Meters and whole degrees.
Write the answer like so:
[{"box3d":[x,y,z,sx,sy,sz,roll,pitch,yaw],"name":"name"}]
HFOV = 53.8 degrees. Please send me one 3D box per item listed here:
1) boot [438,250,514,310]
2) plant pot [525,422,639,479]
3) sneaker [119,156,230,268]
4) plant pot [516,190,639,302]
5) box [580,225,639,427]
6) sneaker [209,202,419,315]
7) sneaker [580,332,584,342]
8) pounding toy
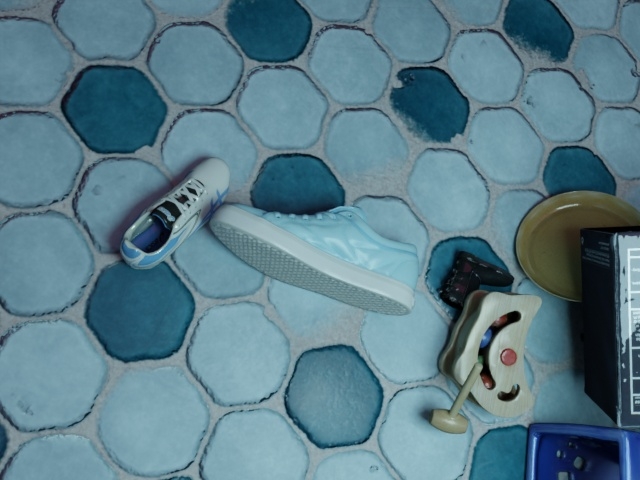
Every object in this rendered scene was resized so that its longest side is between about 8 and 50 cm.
[{"box3d":[0.281,0.085,1.142,0.121,0.045,0.099,26,72,-4],"name":"boot"},{"box3d":[0.485,0.428,1.012,0.212,0.236,0.235,14,72,-17],"name":"plant pot"},{"box3d":[-0.228,-0.049,1.025,0.085,0.086,0.237,39,69,0],"name":"sneaker"},{"box3d":[0.485,0.013,1.164,0.236,0.032,0.236,-9,57,14],"name":"plant pot"},{"box3d":[0.582,0.121,0.987,0.296,0.183,0.293,-2,93,6],"name":"box"},{"box3d":[0.000,0.000,1.057,0.366,0.135,0.150,25,63,-16],"name":"sneaker"},{"box3d":[0.566,0.212,1.148,0.148,0.131,0.350,-11,73,-10],"name":"sneaker"},{"box3d":[0.299,0.210,1.043,0.154,0.155,0.269,25,85,-7],"name":"pounding toy"}]
